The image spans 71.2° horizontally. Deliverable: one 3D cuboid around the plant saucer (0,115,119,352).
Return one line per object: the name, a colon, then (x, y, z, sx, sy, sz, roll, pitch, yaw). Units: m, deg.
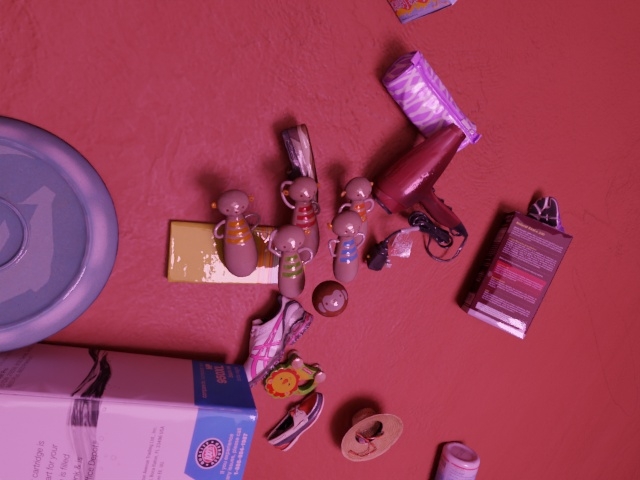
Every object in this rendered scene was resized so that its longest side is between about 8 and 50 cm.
plant saucer: (-0.432, -0.008, 0.573, 0.317, 0.043, 0.318, 0, 90, -25)

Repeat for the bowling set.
bowling set: (0.000, 0.000, 0.684, 0.286, 0.200, 0.154, -18, 129, -22)

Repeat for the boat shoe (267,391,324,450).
boat shoe: (-0.047, 0.348, 0.871, 0.043, 0.049, 0.137, 41, 90, -25)

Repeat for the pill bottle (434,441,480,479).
pill bottle: (0.318, 0.576, 1.067, 0.087, 0.087, 0.160, 8, 100, -25)

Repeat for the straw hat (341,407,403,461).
straw hat: (0.096, 0.389, 0.935, 0.144, 0.061, 0.145, -8, 122, -13)

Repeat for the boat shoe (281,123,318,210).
boat shoe: (-0.033, -0.120, 0.757, 0.049, 0.056, 0.152, -7, 117, 5)

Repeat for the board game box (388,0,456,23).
board game box: (0.133, -0.505, 0.677, 0.144, 0.142, 0.275, -47, 116, -6)

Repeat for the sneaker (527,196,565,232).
sneaker: (0.525, -0.031, 1.027, 0.071, 0.068, 0.170, -37, 124, -28)

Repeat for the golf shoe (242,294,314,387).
golf shoe: (-0.097, 0.183, 0.804, 0.086, 0.067, 0.186, 40, 90, 5)

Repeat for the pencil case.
pencil case: (0.201, -0.242, 0.805, 0.206, 0.088, 0.086, 38, 84, -26)

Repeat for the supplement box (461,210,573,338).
supplement box: (0.417, 0.072, 0.961, 0.130, 0.073, 0.240, 26, 93, 6)

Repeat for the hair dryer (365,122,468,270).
hair dryer: (0.196, -0.080, 0.841, 0.223, 0.080, 0.294, -8, 128, -24)

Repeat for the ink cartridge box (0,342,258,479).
ink cartridge box: (-0.323, 0.323, 0.653, 0.394, 0.166, 0.286, 12, 97, -19)

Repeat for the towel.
towel: (-0.136, 0.023, 0.764, 0.237, 0.021, 0.102, 3, 97, -24)

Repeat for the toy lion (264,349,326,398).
toy lion: (-0.054, 0.266, 0.857, 0.100, 0.034, 0.096, 38, 93, -27)
